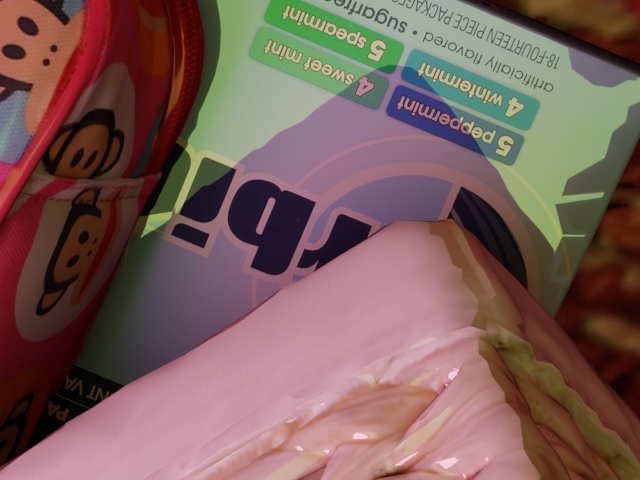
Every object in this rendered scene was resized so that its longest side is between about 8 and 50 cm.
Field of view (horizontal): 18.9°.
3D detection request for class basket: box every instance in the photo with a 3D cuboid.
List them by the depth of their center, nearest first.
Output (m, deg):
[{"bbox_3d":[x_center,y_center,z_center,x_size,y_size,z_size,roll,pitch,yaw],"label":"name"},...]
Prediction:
[{"bbox_3d":[0.008,0.233,0.496,0.331,0.266,0.328,-34,136,8],"label":"basket"}]

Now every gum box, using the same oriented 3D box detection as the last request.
[{"bbox_3d":[0.000,0.000,0.625,0.157,0.041,0.184,23,103,-4],"label":"gum box"}]

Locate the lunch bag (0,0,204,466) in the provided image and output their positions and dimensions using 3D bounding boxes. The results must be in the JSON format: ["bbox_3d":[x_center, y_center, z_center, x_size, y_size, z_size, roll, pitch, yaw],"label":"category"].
[{"bbox_3d":[-0.201,-0.009,0.577,0.258,0.120,0.293,29,101,11],"label":"lunch bag"}]
